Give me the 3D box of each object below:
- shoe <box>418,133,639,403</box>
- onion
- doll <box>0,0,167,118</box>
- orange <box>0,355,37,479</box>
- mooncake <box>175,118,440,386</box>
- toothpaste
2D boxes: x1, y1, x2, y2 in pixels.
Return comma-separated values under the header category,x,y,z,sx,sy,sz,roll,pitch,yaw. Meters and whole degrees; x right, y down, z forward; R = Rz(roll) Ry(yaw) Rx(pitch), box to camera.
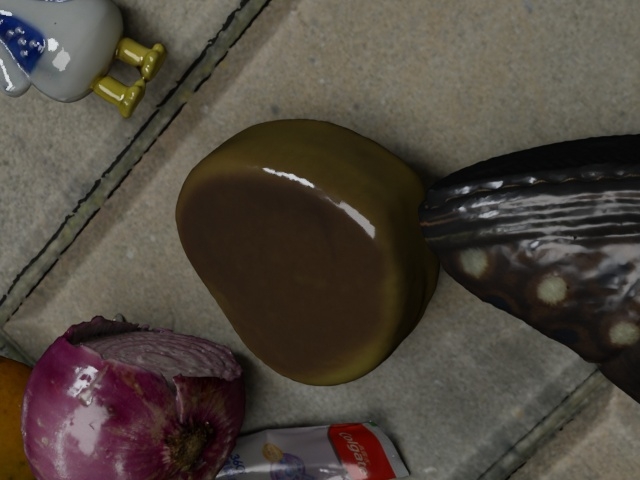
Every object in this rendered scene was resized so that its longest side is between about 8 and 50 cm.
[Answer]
category,x,y,z,sx,sy,sz,roll,pitch,yaw
shoe,0.275,0.040,1.433,0.384,0.171,0.237,-2,104,14
onion,-0.173,0.171,1.626,0.200,0.207,0.200,0,92,13
doll,-0.279,-0.203,1.591,0.293,0.119,0.138,27,73,10
orange,-0.340,0.218,1.735,0.240,0.171,0.240,6,110,18
mooncake,0.000,0.000,1.540,0.235,0.117,0.235,17,125,26
toothpaste,-0.067,0.221,1.703,0.301,0.048,0.075,-14,99,23
